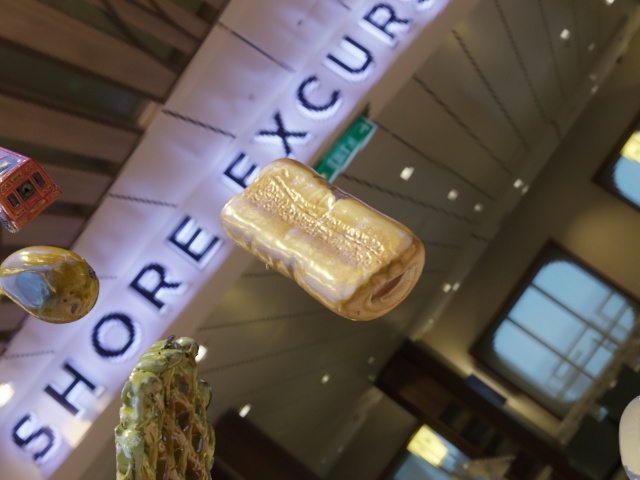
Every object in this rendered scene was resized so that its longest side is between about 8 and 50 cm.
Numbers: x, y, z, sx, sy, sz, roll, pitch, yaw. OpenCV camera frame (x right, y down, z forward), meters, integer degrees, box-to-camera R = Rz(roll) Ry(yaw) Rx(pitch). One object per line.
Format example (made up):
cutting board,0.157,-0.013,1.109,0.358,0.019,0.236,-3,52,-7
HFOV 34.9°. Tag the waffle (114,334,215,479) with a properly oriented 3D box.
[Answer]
waffle,-0.167,0.251,1.083,0.317,0.073,0.297,-16,-77,-82

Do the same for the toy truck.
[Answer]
toy truck,-0.562,-0.105,1.759,0.107,0.252,0.114,-47,-47,-24

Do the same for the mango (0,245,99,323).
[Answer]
mango,-0.372,0.058,1.372,0.076,0.161,0.103,-26,-60,-58

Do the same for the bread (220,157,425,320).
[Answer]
bread,0.000,0.000,1.268,0.142,0.305,0.091,-46,-45,-9

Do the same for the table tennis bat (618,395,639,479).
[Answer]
table tennis bat,0.527,0.358,1.608,0.131,0.022,0.235,-35,49,53
